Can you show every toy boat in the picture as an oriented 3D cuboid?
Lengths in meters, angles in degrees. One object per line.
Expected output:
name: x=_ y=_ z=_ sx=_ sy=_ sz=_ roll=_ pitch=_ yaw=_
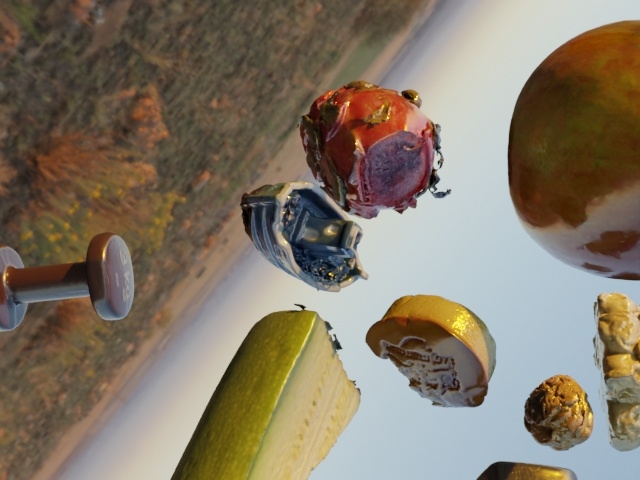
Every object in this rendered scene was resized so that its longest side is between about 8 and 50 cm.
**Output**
toy boat: x=0.000 y=0.000 z=1.141 sx=0.309 sy=0.142 sz=0.129 roll=43 pitch=64 yaw=-57

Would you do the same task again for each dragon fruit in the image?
dragon fruit: x=0.094 y=-0.191 z=1.562 sx=0.269 sy=0.250 sz=0.291 roll=-16 pitch=-150 yaw=-11

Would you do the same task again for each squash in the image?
squash: x=-0.070 y=0.213 z=0.718 sx=0.203 sy=0.111 sz=0.288 roll=68 pitch=36 yaw=-51

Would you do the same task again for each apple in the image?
apple: x=0.409 y=-0.109 z=1.018 sx=0.339 sy=0.339 sz=0.339 roll=-51 pitch=-178 yaw=2

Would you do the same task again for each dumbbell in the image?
dumbbell: x=-0.412 y=0.065 z=1.249 sx=0.124 sy=0.226 sz=0.140 roll=-33 pitch=118 yaw=-85

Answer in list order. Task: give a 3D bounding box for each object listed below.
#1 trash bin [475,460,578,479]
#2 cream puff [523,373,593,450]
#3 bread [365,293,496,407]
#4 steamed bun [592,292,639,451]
trash bin: x=0.280 y=0.461 z=1.069 sx=0.290 sy=0.182 sz=0.209 roll=-87 pitch=-174 yaw=-45
cream puff: x=0.411 y=0.296 z=1.398 sx=0.119 sy=0.104 sz=0.133 roll=142 pitch=-34 yaw=-76
bread: x=0.142 y=0.128 z=0.950 sx=0.125 sy=0.156 sz=0.086 roll=-39 pitch=-171 yaw=50
steamed bun: x=0.577 y=0.240 z=1.476 sx=0.295 sy=0.137 sz=0.292 roll=32 pitch=56 yaw=-73
